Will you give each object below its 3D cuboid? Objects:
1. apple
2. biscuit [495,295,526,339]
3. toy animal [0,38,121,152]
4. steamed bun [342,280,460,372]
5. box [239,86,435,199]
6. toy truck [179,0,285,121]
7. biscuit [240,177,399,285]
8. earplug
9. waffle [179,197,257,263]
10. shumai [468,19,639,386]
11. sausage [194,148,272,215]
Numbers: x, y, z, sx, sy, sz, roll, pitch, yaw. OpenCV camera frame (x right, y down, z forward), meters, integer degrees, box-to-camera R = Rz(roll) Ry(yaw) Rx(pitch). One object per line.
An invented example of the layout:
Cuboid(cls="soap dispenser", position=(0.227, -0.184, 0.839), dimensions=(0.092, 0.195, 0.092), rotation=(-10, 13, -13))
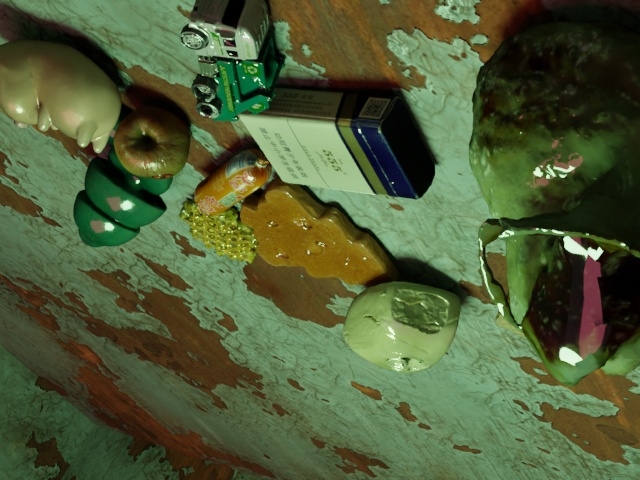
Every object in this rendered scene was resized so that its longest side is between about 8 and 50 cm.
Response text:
Cuboid(cls="apple", position=(-0.282, -0.165, 1.742), dimensions=(0.126, 0.126, 0.102), rotation=(26, 179, 6))
Cuboid(cls="biscuit", position=(0.366, 0.072, 1.585), dimensions=(0.094, 0.054, 0.378), rotation=(29, 154, 1))
Cuboid(cls="toy animal", position=(-0.449, -0.252, 1.712), dimensions=(0.250, 0.154, 0.166), rotation=(20, 176, 9))
Cuboid(cls="steamed bun", position=(0.138, 0.165, 1.836), dimensions=(0.170, 0.152, 0.239), rotation=(15, 159, -17))
Cuboid(cls="box", position=(0.025, -0.145, 1.519), dimensions=(0.259, 0.071, 0.168), rotation=(9, 148, 35))
Cuboid(cls="toy truck", position=(-0.114, -0.255, 1.430), dimensions=(0.116, 0.110, 0.216), rotation=(10, 150, 9))
Cuboid(cls="biscuit", position=(0.000, 0.000, 1.841), dimensions=(0.306, 0.043, 0.284), rotation=(25, 151, 2))
Cuboid(cls="earplug", position=(-0.382, -0.106, 1.899), dimensions=(0.164, 0.280, 0.257), rotation=(40, -163, 26))
Cuboid(cls="waffle", position=(-0.192, -0.020, 2.004), dimensions=(0.191, 0.038, 0.191), rotation=(23, 153, 12))
Cuboid(cls="shumai", position=(0.320, -0.012, 1.157), dimensions=(0.395, 0.348, 0.395), rotation=(20, 156, 9))
Cuboid(cls="sausage", position=(-0.144, -0.103, 1.767), dimensions=(0.071, 0.071, 0.234), rotation=(36, 154, -14))
